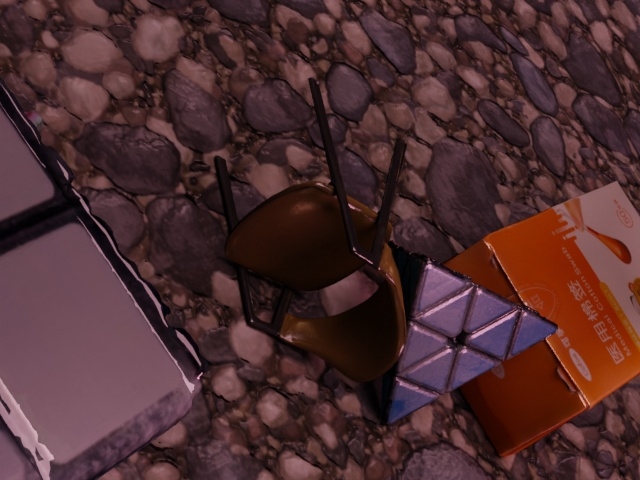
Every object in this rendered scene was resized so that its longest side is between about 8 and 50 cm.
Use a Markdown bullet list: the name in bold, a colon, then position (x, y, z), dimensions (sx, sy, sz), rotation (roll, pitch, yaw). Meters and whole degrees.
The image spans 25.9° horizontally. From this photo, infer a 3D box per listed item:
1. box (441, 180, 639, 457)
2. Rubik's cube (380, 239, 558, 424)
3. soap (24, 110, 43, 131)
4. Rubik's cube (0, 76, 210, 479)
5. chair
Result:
- **box**: position (0.280, 0.083, 1.631), dimensions (0.341, 0.143, 0.225), rotation (-20, 76, -49)
- **Rubik's cube**: position (0.132, 0.120, 1.435), dimensions (0.190, 0.178, 0.211), rotation (24, 3, -3)
- **soap**: position (-0.298, -0.066, 1.189), dimensions (0.056, 0.100, 0.149), rotation (37, 15, -11)
- **Rubik's cube**: position (-0.324, 0.092, 0.865), dimensions (0.316, 0.318, 0.313), rotation (53, 38, 3)
- **chair**: position (0.000, 0.000, 1.395), dimensions (0.172, 0.158, 0.247), rotation (30, 42, -29)
